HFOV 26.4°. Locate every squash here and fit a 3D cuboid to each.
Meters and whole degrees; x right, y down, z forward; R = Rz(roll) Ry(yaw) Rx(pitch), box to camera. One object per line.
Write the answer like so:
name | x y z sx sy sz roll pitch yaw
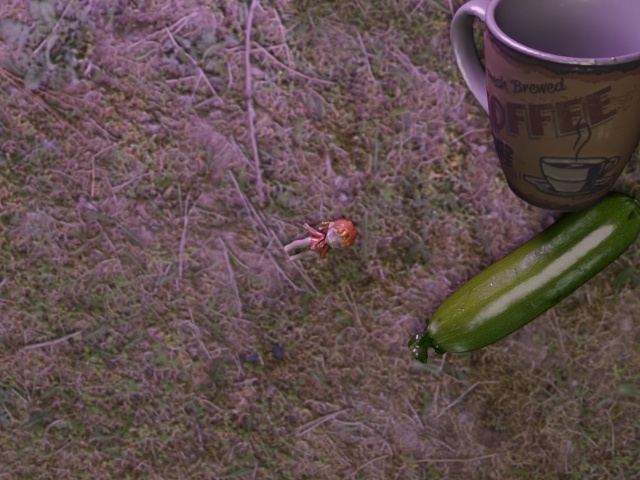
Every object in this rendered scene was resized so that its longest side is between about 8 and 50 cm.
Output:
squash | 0.282 0.058 1.883 0.378 0.101 0.101 -35 97 13

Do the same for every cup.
cup | 0.284 -0.191 1.768 0.301 0.227 0.257 32 135 33

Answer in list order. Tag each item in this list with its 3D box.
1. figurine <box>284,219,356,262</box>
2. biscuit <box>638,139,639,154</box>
figurine | 0.000 0.000 1.942 0.109 0.047 0.064 -20 109 23
biscuit | 0.528 -0.055 1.677 0.309 0.040 0.204 58 135 17
